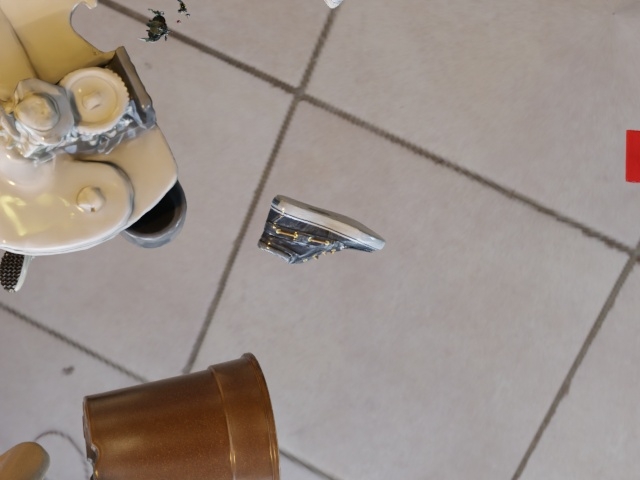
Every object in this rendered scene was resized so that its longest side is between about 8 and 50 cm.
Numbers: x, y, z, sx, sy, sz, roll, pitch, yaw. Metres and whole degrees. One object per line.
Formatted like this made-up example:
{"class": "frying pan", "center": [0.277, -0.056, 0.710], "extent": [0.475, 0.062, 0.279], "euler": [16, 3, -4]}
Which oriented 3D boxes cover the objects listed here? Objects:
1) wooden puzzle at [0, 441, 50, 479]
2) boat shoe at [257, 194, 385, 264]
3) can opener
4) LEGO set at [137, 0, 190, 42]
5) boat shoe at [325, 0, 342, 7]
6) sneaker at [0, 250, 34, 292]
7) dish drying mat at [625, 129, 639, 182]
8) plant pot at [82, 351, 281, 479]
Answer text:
{"class": "wooden puzzle", "center": [-0.476, 0.414, 1.256], "extent": [0.348, 0.322, 0.080], "euler": [-29, 112, 27]}
{"class": "boat shoe", "center": [0.000, 0.000, 1.579], "extent": [0.183, 0.065, 0.083], "euler": [19, 103, -20]}
{"class": "can opener", "center": [-0.142, -0.117, 0.433], "extent": [0.074, 0.093, 0.280], "euler": [-26, 86, -12]}
{"class": "LEGO set", "center": [-0.220, -0.306, 1.544], "extent": [0.083, 0.023, 0.054], "euler": [-14, 83, 13]}
{"class": "boat shoe", "center": [-0.001, -0.385, 1.596], "extent": [0.100, 0.035, 0.035], "euler": [56, 147, 2]}
{"class": "sneaker", "center": [-0.518, 0.016, 1.934], "extent": [0.057, 0.075, 0.161], "euler": [0, 79, 30]}
{"class": "dish drying mat", "center": [0.472, -0.125, 1.634], "extent": [0.032, 0.008, 0.083], "euler": [6, 74, -3]}
{"class": "plant pot", "center": [-0.137, 0.198, 1.036], "extent": [0.165, 0.167, 0.167], "euler": [-5, 102, -15]}
